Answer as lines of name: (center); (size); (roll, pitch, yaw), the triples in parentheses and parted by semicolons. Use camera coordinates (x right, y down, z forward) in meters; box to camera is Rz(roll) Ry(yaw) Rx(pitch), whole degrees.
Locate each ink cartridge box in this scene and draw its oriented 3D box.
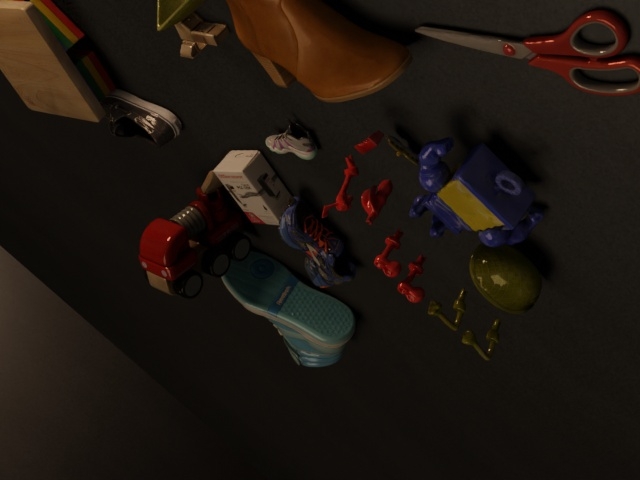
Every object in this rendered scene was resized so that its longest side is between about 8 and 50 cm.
ink cartridge box: (-0.119, -0.096, 1.748); (0.099, 0.056, 0.135); (6, 139, 51)

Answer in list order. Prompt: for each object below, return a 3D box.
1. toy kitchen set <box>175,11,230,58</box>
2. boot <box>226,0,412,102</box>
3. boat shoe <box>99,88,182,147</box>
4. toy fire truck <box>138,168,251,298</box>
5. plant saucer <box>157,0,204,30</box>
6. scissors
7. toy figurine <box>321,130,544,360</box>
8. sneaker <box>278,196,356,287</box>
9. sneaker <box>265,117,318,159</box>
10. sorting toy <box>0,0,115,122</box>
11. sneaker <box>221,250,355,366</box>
toy kitchen set: (-0.200, -0.330, 1.465); (0.083, 0.068, 0.075); (18, 147, 37)
boot: (-0.029, -0.295, 1.253); (0.295, 0.104, 0.211); (14, 145, 50)
boat shoe: (-0.368, -0.229, 1.846); (0.228, 0.076, 0.080); (24, 150, 30)
toy fire truck: (-0.242, -0.036, 1.856); (0.158, 0.217, 0.246); (20, 134, 36)
plant saucer: (-0.161, -0.388, 1.251); (0.045, 0.188, 0.188); (4, 170, -28)
scissors: (0.239, -0.213, 1.117); (0.297, 0.021, 0.109); (8, 142, 46)
toy figurine: (0.210, -0.019, 1.295); (0.362, 0.191, 0.217); (44, 149, -11)
sneaker: (0.000, 0.000, 1.738); (0.087, 0.083, 0.221); (0, 141, 35)
sneaker: (-0.052, -0.173, 1.561); (0.098, 0.038, 0.069); (14, 144, 27)
sorting toy: (-0.532, -0.365, 1.832); (0.257, 0.089, 0.255); (15, 145, 42)
sneaker: (-0.077, 0.162, 2.032); (0.319, 0.127, 0.208); (32, 152, 17)
